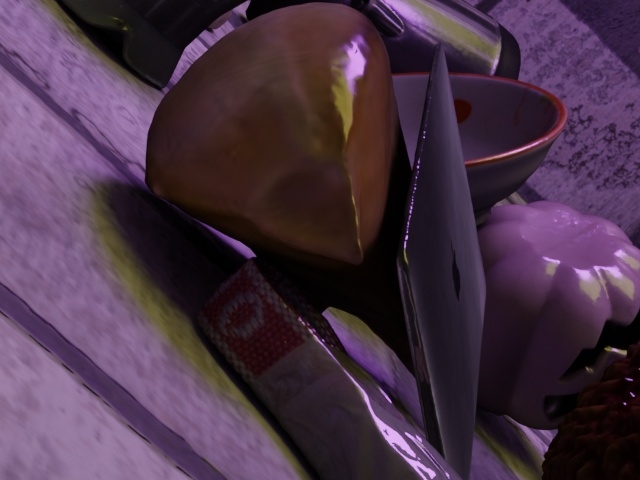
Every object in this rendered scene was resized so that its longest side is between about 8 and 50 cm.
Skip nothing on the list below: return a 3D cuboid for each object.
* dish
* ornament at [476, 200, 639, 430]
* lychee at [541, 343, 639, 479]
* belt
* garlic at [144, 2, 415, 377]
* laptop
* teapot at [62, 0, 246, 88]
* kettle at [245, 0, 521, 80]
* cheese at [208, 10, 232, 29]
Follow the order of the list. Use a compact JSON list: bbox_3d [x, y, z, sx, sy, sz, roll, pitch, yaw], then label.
[{"bbox_3d":[0.053,-0.052,1.344,0.260,0.260,0.085,-109,-167,-69],"label":"dish"},{"bbox_3d":[0.168,0.062,1.375,0.177,0.177,0.177,44,9,-9],"label":"ornament"},{"bbox_3d":[0.258,0.180,1.092,0.271,0.271,0.271,44,9,-9],"label":"lychee"},{"bbox_3d":[0.019,0.099,0.883,0.232,0.053,0.071,47,9,27],"label":"belt"},{"bbox_3d":[-0.002,-0.008,1.059,0.338,0.151,0.196,63,5,-65],"label":"garlic"},{"bbox_3d":[0.072,0.021,1.050,0.269,0.015,0.188,-76,158,-58],"label":"laptop"},{"bbox_3d":[-0.088,-0.241,1.347,0.171,0.225,0.203,43,8,-29],"label":"teapot"},{"bbox_3d":[0.059,-0.231,2.060,0.271,0.207,0.251,32,22,-29],"label":"kettle"},{"bbox_3d":[-0.161,-0.288,1.800,0.194,0.043,0.065,46,14,-8],"label":"cheese"}]
